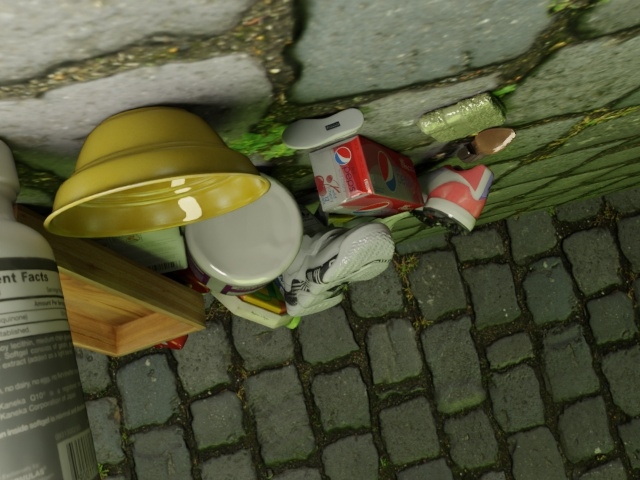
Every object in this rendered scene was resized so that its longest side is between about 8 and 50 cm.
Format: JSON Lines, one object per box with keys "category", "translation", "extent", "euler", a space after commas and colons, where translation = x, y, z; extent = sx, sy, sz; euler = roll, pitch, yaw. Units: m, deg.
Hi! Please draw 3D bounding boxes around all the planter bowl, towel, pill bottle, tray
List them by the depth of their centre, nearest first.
{"category": "pill bottle", "translation": [-0.330, 0.102, 0.533], "extent": [0.210, 0.363, 0.210], "euler": [-14, 174, -1]}
{"category": "planter bowl", "translation": [-0.164, -0.073, 0.601], "extent": [0.217, 0.090, 0.217], "euler": [-13, 174, -1]}
{"category": "towel", "translation": [0.202, -0.167, 0.849], "extent": [0.110, 0.027, 0.148], "euler": [-17, 173, 23]}
{"category": "tray", "translation": [-0.383, 0.085, 0.955], "extent": [0.202, 0.076, 0.411], "euler": [-20, 152, 17]}
{"category": "pill bottle", "translation": [-0.132, 0.002, 0.981], "extent": [0.169, 0.169, 0.301], "euler": [-12, 174, -14]}

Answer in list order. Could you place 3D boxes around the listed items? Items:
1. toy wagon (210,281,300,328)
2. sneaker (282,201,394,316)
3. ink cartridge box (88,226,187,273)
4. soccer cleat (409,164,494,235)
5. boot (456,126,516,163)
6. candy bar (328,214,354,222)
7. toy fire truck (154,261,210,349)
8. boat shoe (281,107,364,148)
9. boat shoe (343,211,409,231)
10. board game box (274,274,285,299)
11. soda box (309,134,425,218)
{"category": "toy wagon", "translation": [-0.190, 0.096, 1.553], "extent": [0.267, 0.068, 0.344], "euler": [25, -162, -26]}
{"category": "sneaker", "translation": [0.000, 0.000, 1.149], "extent": [0.137, 0.210, 0.366], "euler": [-11, 161, -27]}
{"category": "ink cartridge box", "translation": [-0.362, 0.000, 0.977], "extent": [0.275, 0.060, 0.239], "euler": [-12, 153, -14]}
{"category": "soccer cleat", "translation": [0.225, -0.091, 1.157], "extent": [0.116, 0.108, 0.318], "euler": [-56, -166, 1]}
{"category": "boot", "translation": [0.288, -0.164, 1.035], "extent": [0.118, 0.042, 0.087], "euler": [-17, 179, 37]}
{"category": "candy bar", "translation": [0.038, -0.055, 1.516], "extent": [0.040, 0.018, 0.161], "euler": [-22, 170, 33]}
{"category": "toy fire truck", "translation": [-0.389, 0.101, 1.274], "extent": [0.254, 0.169, 0.302], "euler": [33, 156, -24]}
{"category": "boat shoe", "translation": [0.003, -0.130, 0.725], "extent": [0.100, 0.035, 0.035], "euler": [-20, 171, -4]}
{"category": "boat shoe", "translation": [0.163, -0.040, 1.652], "extent": [0.226, 0.076, 0.083], "euler": [-20, 172, 43]}
{"category": "board game box", "translation": [-0.040, 0.032, 1.504], "extent": [0.194, 0.194, 0.060], "euler": [-26, 161, -21]}
{"category": "soda box", "translation": [0.082, -0.091, 0.959], "extent": [0.083, 0.092, 0.263], "euler": [-18, 172, 24]}
